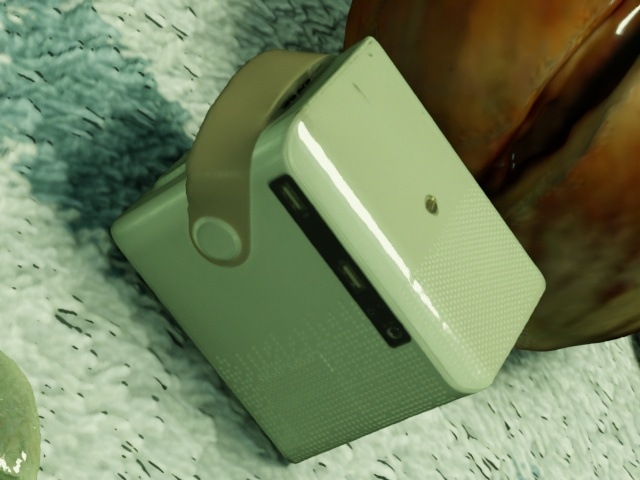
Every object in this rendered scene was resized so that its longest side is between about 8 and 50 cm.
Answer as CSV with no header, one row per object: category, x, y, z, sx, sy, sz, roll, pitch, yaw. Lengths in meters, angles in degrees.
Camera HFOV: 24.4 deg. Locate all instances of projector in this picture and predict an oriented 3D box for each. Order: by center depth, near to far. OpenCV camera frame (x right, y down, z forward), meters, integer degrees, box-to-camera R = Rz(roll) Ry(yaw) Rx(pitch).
projector,0.000,0.000,0.948,0.242,0.177,0.163,53,37,-13

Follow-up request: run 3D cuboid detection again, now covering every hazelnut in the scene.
hazelnut,0.209,-0.102,1.117,0.409,0.359,0.359,9,61,-46

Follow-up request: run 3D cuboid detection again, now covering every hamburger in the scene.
hamburger,-0.203,0.081,0.768,0.121,0.054,0.084,22,53,-30
